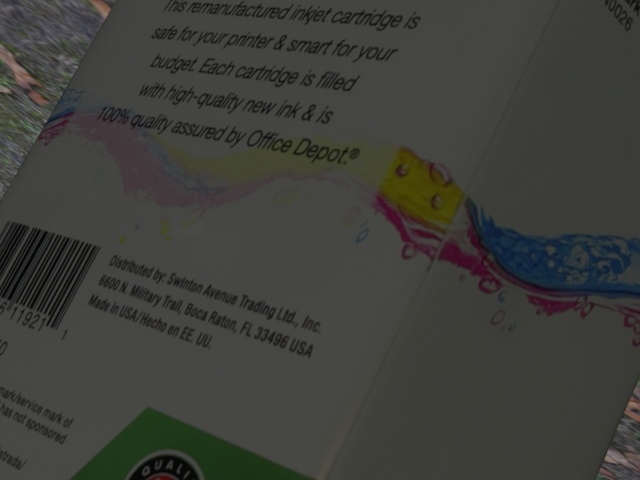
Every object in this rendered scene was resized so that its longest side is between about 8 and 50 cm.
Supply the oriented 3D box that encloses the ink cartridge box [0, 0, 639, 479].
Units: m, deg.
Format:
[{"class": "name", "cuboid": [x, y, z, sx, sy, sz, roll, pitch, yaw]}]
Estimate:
[{"class": "ink cartridge box", "cuboid": [0.000, 0.000, 0.445, 0.201, 0.278, 0.117, 14, 162, 46]}]
